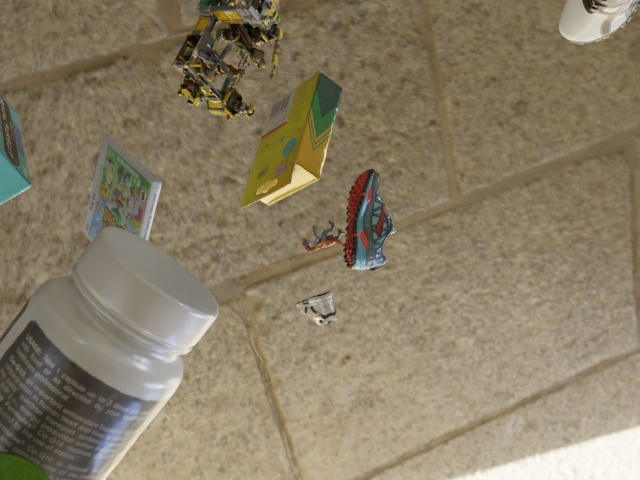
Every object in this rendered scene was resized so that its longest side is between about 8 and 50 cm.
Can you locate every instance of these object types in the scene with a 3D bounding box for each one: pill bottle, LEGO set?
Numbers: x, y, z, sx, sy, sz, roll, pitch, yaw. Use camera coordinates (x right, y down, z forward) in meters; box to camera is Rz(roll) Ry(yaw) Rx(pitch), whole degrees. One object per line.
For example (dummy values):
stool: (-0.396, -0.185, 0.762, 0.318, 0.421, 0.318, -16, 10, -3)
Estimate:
pill bottle: (-0.298, 0.174, 0.864, 0.204, 0.204, 0.361, 36, 96, -28)
LEGO set: (-0.168, -0.439, 1.632, 0.331, 0.192, 0.255, -62, 143, -22)

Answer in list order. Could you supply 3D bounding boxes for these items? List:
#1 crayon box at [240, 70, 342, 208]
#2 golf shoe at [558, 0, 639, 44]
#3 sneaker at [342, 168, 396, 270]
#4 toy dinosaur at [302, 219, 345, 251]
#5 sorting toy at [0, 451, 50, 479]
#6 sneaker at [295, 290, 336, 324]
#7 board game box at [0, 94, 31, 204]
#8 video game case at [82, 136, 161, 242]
crayon box: (-0.068, -0.216, 1.679, 0.081, 0.202, 0.319, 31, 58, -29)
golf shoe: (0.293, -0.267, 0.734, 0.093, 0.198, 0.077, -11, 77, -23)
sneaker: (0.134, -0.052, 1.864, 0.125, 0.104, 0.262, 7, 92, -22)
toy dinosaur: (0.000, 0.000, 1.279, 0.047, 0.090, 0.082, 35, 117, -20)
sorting toy: (-0.322, 0.283, 0.770, 0.365, 0.126, 0.127, 37, 84, -15)
sneaker: (-0.006, 0.099, 1.005, 0.040, 0.109, 0.044, -18, 86, -15)
board game box: (-0.629, -0.253, 1.201, 0.079, 0.254, 0.336, -30, 137, -1)
video game case: (-0.354, -0.056, 1.266, 0.023, 0.212, 0.193, 1, 116, -41)
